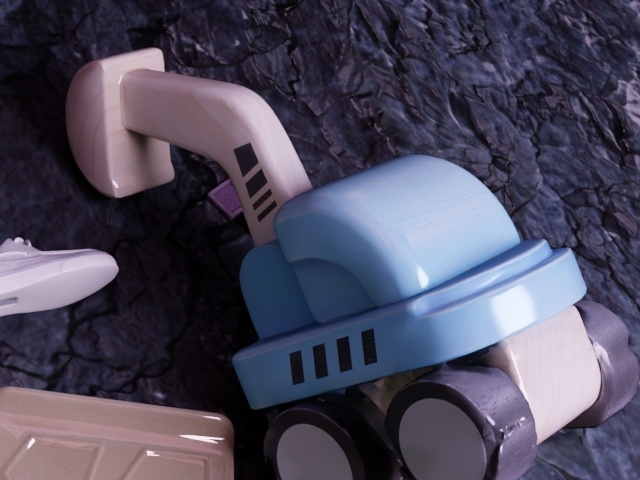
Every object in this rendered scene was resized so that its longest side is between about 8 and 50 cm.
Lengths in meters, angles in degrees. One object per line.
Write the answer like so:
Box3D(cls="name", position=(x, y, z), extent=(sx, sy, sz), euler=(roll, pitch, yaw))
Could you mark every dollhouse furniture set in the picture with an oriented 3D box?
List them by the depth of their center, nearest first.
Box3D(cls="dollhouse furniture set", position=(-0.031, -0.048, 1.389), extent=(0.114, 0.081, 0.091), euler=(44, 51, 11))

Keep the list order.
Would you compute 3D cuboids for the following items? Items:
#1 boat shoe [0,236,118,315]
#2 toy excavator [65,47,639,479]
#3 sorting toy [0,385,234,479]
Box3D(cls="boat shoe", position=(-0.268, 0.029, 1.249), extent=(0.184, 0.066, 0.063), euler=(-16, 64, -21))
Box3D(cls="toy excavator", position=(0.000, 0.000, 1.240), extent=(0.222, 0.433, 0.445), euler=(-21, 91, -46))
Box3D(cls="sorting toy", position=(-0.217, 0.230, 1.140), extent=(0.307, 0.041, 0.229), euler=(10, 58, -17))
